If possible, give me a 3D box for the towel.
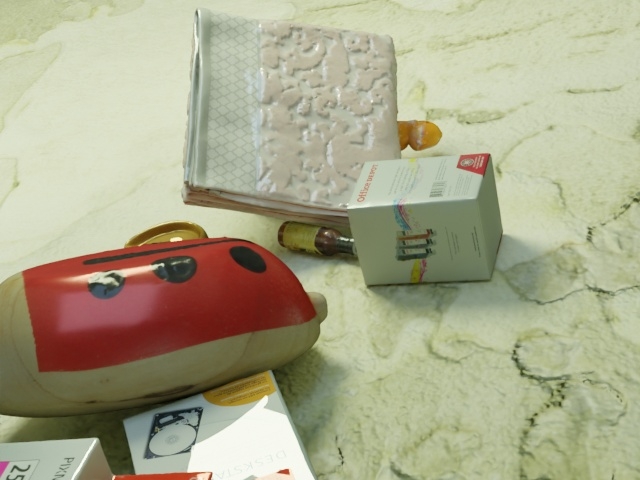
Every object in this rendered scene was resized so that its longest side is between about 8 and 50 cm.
[{"bbox_3d":[-0.036,-0.180,2.040,0.317,0.053,0.332,7,60,-14],"label":"towel"}]

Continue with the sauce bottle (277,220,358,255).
[{"bbox_3d":[0.000,0.000,1.980,0.128,0.042,0.042,11,37,38],"label":"sauce bottle"}]

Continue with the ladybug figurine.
[{"bbox_3d":[-0.214,0.095,1.712,0.449,0.162,0.305,-10,10,-13],"label":"ladybug figurine"}]

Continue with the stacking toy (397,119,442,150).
[{"bbox_3d":[0.034,-0.159,2.160,0.302,0.165,0.175,1,22,3],"label":"stacking toy"}]

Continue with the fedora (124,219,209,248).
[{"bbox_3d":[-0.210,0.026,1.986,0.194,0.079,0.194,-11,29,6],"label":"fedora"}]

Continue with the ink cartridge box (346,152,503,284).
[{"bbox_3d":[0.139,-0.028,1.880,0.176,0.127,0.128,-2,32,18],"label":"ink cartridge box"}]

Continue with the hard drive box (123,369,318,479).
[{"bbox_3d":[-0.101,0.258,1.523,0.181,0.089,0.232,-19,30,-7],"label":"hard drive box"}]

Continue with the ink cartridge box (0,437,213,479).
[{"bbox_3d":[-0.258,0.298,1.377,0.239,0.060,0.275,-7,30,19],"label":"ink cartridge box"}]
